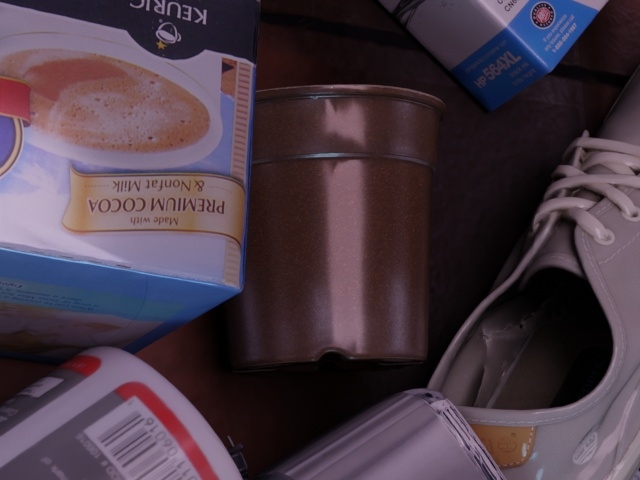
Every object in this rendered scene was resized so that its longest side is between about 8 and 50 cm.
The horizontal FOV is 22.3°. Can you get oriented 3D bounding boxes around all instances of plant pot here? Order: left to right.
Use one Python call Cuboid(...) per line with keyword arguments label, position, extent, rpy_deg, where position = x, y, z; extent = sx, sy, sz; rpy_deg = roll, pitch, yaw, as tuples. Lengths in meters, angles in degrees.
Cuboid(label="plant pot", position=(0.000, 0.000, 1.029), extent=(0.167, 0.167, 0.165), rpy_deg=(2, 81, -26))

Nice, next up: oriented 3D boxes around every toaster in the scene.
Cuboid(label="toaster", position=(0.039, 0.192, 0.998), extent=(0.146, 0.129, 0.227), rpy_deg=(-31, 87, -35))

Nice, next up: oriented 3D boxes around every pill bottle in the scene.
Cuboid(label="pill bottle", position=(-0.185, 0.193, 0.862), extent=(0.283, 0.161, 0.161), rpy_deg=(-34, 90, -30))

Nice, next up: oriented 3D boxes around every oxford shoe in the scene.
Cuboid(label="oxford shoe", position=(0.208, -0.005, 1.116), extent=(0.130, 0.169, 0.449), rpy_deg=(52, 58, -36))

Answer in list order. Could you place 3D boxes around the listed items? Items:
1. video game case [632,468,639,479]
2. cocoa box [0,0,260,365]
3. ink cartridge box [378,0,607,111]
Cuboid(label="video game case", position=(0.300, 0.146, 1.158), extent=(0.201, 0.023, 0.183), rpy_deg=(40, 87, -9))
Cuboid(label="cocoa box", position=(-0.233, -0.075, 0.886), extent=(0.347, 0.231, 0.228), rpy_deg=(10, 70, -24))
Cuboid(label="ink cartridge box", position=(0.111, -0.222, 1.192), extent=(0.203, 0.086, 0.148), rpy_deg=(44, 60, -8))
